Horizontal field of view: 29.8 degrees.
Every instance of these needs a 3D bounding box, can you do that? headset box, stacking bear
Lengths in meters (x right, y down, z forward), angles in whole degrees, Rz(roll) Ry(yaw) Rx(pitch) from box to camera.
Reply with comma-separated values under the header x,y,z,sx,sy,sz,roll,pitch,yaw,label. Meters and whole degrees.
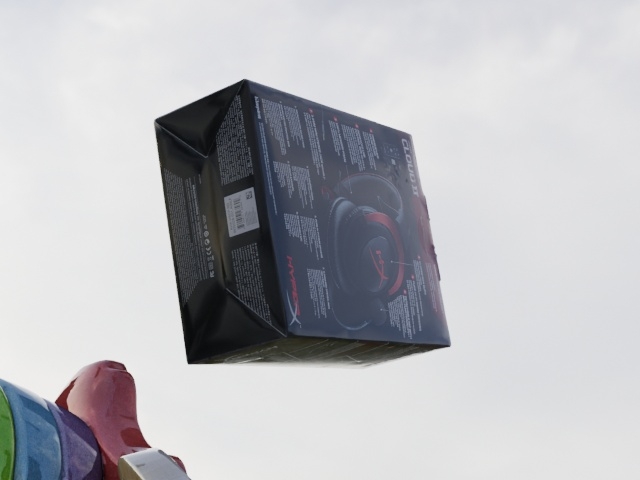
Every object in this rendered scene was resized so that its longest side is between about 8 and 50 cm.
x,y,z,sx,sy,sz,roll,pitch,yaw,label
0.000,0.000,1.079,0.110,0.218,0.293,-18,-15,33,headset box
-0.251,0.137,0.706,0.289,0.164,0.175,23,15,-38,stacking bear

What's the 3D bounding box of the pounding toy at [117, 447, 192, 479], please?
x,y,z,sx,sy,sz,roll,pitch,yaw,label
-0.016,0.193,0.375,0.155,0.269,0.154,-13,-13,-21,pounding toy
